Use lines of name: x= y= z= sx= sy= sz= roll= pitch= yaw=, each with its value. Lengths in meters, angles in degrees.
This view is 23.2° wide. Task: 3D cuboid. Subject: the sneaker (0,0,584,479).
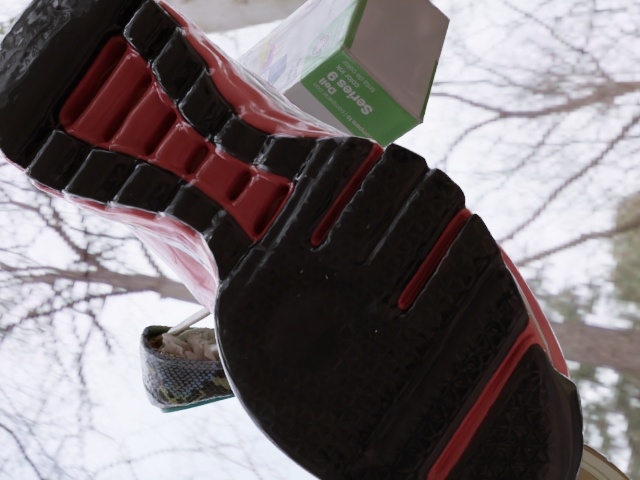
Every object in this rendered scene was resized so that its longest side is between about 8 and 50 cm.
sneaker: x=0.000 y=-0.001 z=0.645 sx=0.116 sy=0.314 sz=0.136 roll=-51 pitch=-28 yaw=8

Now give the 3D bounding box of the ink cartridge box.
ink cartridge box: x=-0.011 y=-0.110 z=1.242 sx=0.093 sy=0.212 sz=0.154 roll=40 pitch=-143 yaw=-19

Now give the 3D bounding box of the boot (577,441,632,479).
boot: x=0.126 y=0.204 z=0.936 sx=0.213 sy=0.077 sz=0.165 roll=43 pitch=-98 yaw=-33

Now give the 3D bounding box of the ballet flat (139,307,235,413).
ballet flat: x=-0.027 y=0.060 z=0.939 sx=0.188 sy=0.070 sz=0.070 roll=-13 pitch=-76 yaw=15
